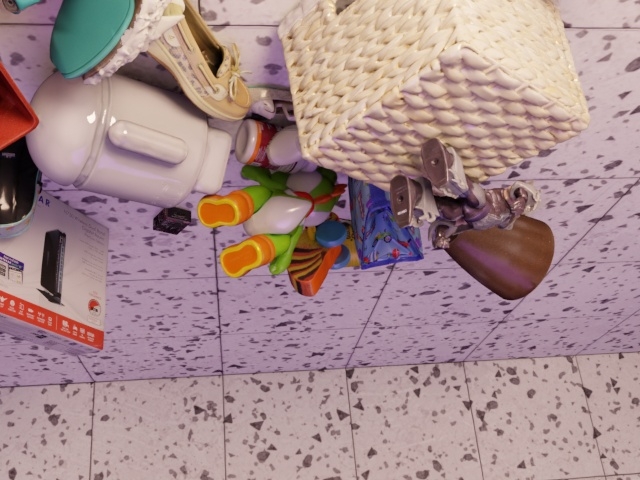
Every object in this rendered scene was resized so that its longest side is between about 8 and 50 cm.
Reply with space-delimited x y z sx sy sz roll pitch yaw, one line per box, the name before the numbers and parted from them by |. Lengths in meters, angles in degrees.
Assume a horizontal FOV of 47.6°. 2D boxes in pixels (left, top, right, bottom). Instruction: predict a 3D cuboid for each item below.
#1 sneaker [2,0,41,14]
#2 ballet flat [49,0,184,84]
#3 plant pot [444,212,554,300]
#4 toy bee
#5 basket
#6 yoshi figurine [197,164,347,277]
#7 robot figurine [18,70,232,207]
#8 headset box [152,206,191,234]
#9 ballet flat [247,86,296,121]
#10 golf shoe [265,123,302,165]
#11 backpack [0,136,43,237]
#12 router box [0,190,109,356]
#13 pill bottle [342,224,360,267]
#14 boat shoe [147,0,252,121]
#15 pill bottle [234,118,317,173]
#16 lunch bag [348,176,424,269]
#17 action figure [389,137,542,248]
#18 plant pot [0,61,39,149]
sneaker | -0.427 -0.367 0.888 0.296 0.123 0.178 -3 145 -7
ballet flat | -0.204 -0.342 0.918 0.147 0.147 0.409 15 138 -36
plant pot | 0.405 0.005 1.759 0.230 0.215 0.215 24 144 -22
toy bee | 0.000 0.000 1.663 0.162 0.195 0.298 21 -148 30
basket | 0.165 -0.249 1.078 0.331 0.266 0.328 16 146 -40
yoshi figurine | -0.099 -0.056 1.442 0.362 0.203 0.203 -32 149 -53
robot figurine | -0.329 -0.171 1.211 0.354 0.199 0.300 13 178 -33
headset box | -0.339 -0.047 1.663 0.062 0.032 0.083 14 150 -35
ballet flat | -0.071 -0.240 1.290 0.168 0.052 0.057 0 153 -11
golf shoe | -0.016 -0.189 1.317 0.176 0.069 0.086 -29 -164 -16
backpack | -0.600 -0.096 1.329 0.166 0.188 0.144 7 152 -26
router box | -0.588 0.055 1.518 0.082 0.301 0.335 -15 154 19
pill bottle | 0.058 0.015 1.790 0.184 0.103 0.103 -6 154 0
boat shoe | -0.182 -0.284 1.118 0.089 0.104 0.285 -21 147 21
pill bottle | -0.080 -0.176 1.385 0.152 0.086 0.086 9 151 -29
lunch bag | 0.107 -0.105 1.413 0.138 0.220 0.293 -10 154 9
action figure | 0.219 -0.051 1.088 0.185 0.099 0.285 -35 148 30
plant pot | -0.579 -0.226 0.934 0.267 0.235 0.267 -36 164 -14
